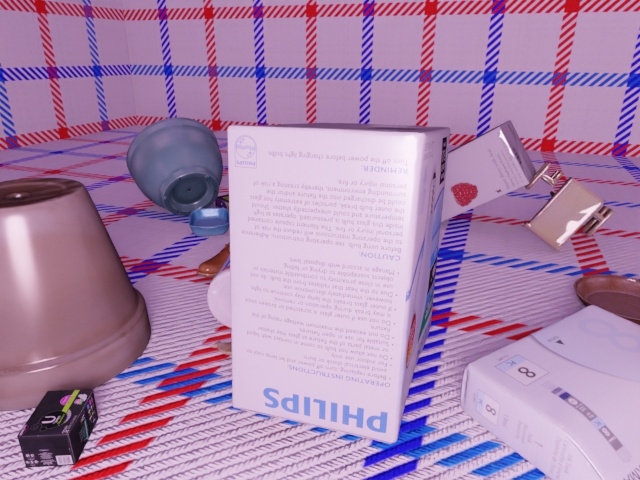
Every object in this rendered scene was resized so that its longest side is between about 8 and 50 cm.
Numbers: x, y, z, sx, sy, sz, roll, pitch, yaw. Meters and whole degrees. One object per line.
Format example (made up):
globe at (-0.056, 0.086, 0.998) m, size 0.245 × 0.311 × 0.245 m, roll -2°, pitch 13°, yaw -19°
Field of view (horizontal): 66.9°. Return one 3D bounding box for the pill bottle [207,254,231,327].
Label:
pill bottle at (-0.134, 0.070, 0.959) m, size 0.124 × 0.124 × 0.221 m, roll 3°, pitch 22°, yaw 5°

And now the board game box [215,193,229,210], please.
board game box at (-0.149, -0.098, 1.506) m, size 0.208 × 0.056 × 0.347 m, roll -22°, pitch 30°, yaw -37°

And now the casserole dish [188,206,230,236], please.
casserole dish at (-0.318, -0.053, 1.397) m, size 0.114 × 0.037 × 0.188 m, roll -4°, pitch 21°, yaw -10°

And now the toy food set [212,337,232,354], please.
toy food set at (-0.116, 0.185, 0.811) m, size 0.122 × 0.019 × 0.078 m, roll 10°, pitch 22°, yaw 44°

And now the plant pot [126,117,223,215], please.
plant pot at (-0.428, -0.202, 1.502) m, size 0.293 × 0.293 × 0.196 m, roll -11°, pitch 51°, yaw -27°

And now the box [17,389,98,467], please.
box at (-0.332, 0.238, 0.620) m, size 0.062 × 0.052 × 0.083 m, roll -1°, pitch 22°, yaw -5°

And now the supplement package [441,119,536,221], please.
supplement package at (0.442, -0.196, 1.418) m, size 0.293 × 0.177 × 0.175 m, roll -27°, pitch 4°, yaw 35°

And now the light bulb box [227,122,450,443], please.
light bulb box at (0.047, 0.016, 0.704) m, size 0.225 × 0.361 × 0.358 m, roll 7°, pitch 16°, yaw 18°

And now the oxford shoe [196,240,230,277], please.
oxford shoe at (-0.210, 0.027, 1.140) m, size 0.076 × 0.076 × 0.212 m, roll 15°, pitch 27°, yaw 29°

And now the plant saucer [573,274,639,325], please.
plant saucer at (0.607, 0.124, 0.957) m, size 0.198 × 0.036 × 0.198 m, roll 1°, pitch 22°, yaw 0°

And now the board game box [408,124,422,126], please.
board game box at (0.119, -0.142, 1.267) m, size 0.308 × 0.302 × 0.086 m, roll -2°, pitch 21°, yaw -8°

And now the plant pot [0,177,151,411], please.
plant pot at (-0.460, 0.056, 0.778) m, size 0.323 × 0.280 × 0.323 m, roll -1°, pitch 21°, yaw 0°

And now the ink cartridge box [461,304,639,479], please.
ink cartridge box at (0.426, 0.231, 0.603) m, size 0.308 × 0.091 × 0.385 m, roll -13°, pitch 24°, yaw -30°

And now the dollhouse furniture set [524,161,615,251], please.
dollhouse furniture set at (0.652, -0.084, 1.322) m, size 0.212 × 0.161 × 0.242 m, roll 41°, pitch 21°, yaw 10°
